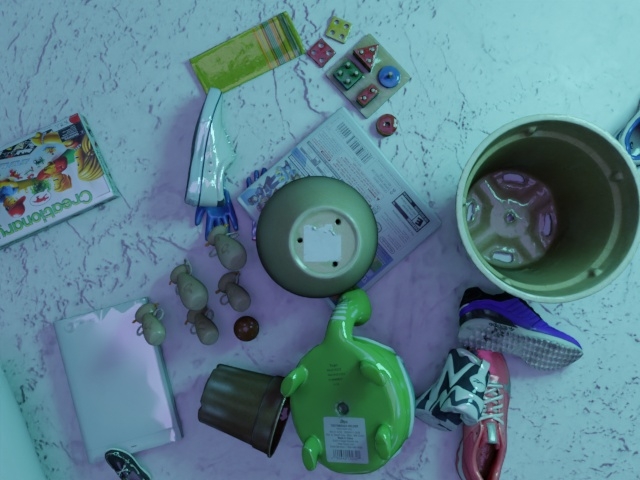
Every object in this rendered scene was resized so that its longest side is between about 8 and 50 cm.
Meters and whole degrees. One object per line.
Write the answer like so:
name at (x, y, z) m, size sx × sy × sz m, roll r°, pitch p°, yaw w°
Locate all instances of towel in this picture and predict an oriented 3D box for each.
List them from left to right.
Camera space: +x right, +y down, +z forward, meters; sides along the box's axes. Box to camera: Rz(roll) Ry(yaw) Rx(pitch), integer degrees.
towel at (-0.156, -0.398, 1.599) m, size 0.237 × 0.021 × 0.102 m, roll -27°, pitch 88°, yaw 0°

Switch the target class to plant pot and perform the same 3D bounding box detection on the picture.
plant pot at (-0.151, 0.336, 1.516) m, size 0.165 × 0.167 × 0.167 m, roll 16°, pitch 88°, yaw 8°
plant pot at (0.000, 0.000, 1.416) m, size 0.256 × 0.274 × 0.257 m, roll 0°, pitch 93°, yaw -3°
plant pot at (0.400, -0.051, 1.447) m, size 0.333 × 0.305 × 0.334 m, roll 0°, pitch 88°, yaw 0°

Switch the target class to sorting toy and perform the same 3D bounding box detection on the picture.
sorting toy at (0.096, -0.361, 1.585) m, size 0.132 × 0.046 × 0.274 m, roll -43°, pitch 88°, yaw -1°

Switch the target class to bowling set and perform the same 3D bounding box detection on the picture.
bowling set at (-0.230, 0.132, 1.543) m, size 0.287 × 0.154 × 0.200 m, roll -41°, pitch 124°, yaw -4°

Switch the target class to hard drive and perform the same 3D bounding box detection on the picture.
hard drive at (-0.426, 0.294, 1.571) m, size 0.203 × 0.040 × 0.308 m, roll -15°, pitch 89°, yaw 0°

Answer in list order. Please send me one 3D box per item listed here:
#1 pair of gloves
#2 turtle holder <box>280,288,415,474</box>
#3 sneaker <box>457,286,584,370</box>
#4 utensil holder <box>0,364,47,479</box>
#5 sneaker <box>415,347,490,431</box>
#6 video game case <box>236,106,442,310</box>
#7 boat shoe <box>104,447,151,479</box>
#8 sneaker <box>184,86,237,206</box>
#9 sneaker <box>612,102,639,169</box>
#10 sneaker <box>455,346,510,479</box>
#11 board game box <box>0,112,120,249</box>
pair of gloves at (-0.170, -0.076, 1.589) m, size 0.198 × 0.023 × 0.159 m, roll -1°, pitch 89°, yaw 1°
turtle holder at (0.059, 0.287, 1.471) m, size 0.243 × 0.227 × 0.320 m, roll -38°, pitch 76°, yaw 22°
sneaker at (0.416, 0.167, 1.542) m, size 0.293 × 0.102 × 0.146 m, roll 19°, pitch 47°, yaw -18°
utensil holder at (-0.710, 0.459, 1.427) m, size 0.327 × 0.327 × 0.386 m, roll -23°, pitch 87°, yaw -1°
sneaker at (0.267, 0.292, 1.499) m, size 0.094 × 0.235 × 0.153 m, roll 32°, pitch 66°, yaw -2°
video game case at (0.041, -0.062, 1.571) m, size 0.300 × 0.036 × 0.329 m, roll -41°, pitch 94°, yaw -1°
boat shoe at (-0.400, 0.479, 1.541) m, size 0.046 × 0.038 × 0.125 m, roll -31°, pitch 115°, yaw 11°
sneaker at (-0.222, -0.190, 1.559) m, size 0.091 × 0.094 × 0.258 m, roll 10°, pitch 81°, yaw -16°
sneaker at (0.710, -0.256, 1.541) m, size 0.112 × 0.131 × 0.296 m, roll 36°, pitch 87°, yaw 3°
sneaker at (0.346, 0.363, 1.519) m, size 0.115 × 0.136 × 0.314 m, roll 2°, pitch 88°, yaw 0°
board game box at (-0.605, -0.119, 1.575) m, size 0.305 × 0.053 × 0.193 m, roll -24°, pitch 89°, yaw -1°
